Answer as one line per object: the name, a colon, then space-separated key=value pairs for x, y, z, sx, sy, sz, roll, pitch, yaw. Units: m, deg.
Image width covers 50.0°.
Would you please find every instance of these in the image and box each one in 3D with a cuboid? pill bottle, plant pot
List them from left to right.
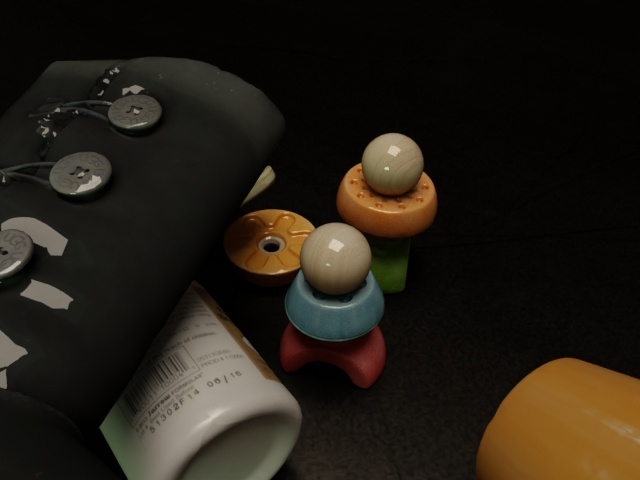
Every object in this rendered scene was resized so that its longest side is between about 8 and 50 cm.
pill bottle: x=-0.129 y=0.101 z=0.561 sx=0.131 sy=0.131 sz=0.229 roll=-26 pitch=50 yaw=-26
plant pot: x=0.215 y=0.179 z=0.457 sx=0.205 sy=0.205 sz=0.188 roll=-23 pitch=32 yaw=-24

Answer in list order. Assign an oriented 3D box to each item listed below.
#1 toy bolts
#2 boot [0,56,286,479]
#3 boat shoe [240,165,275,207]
toy bolts: x=0.000 y=0.000 z=0.651 sx=0.218 sy=0.158 sz=0.228 roll=6 pitch=43 yaw=5
boot: x=-0.111 y=0.049 z=0.439 sx=0.367 sy=0.146 sz=0.445 roll=17 pitch=40 yaw=4
boat shoe: x=-0.197 y=-0.041 z=0.680 sx=0.302 sy=0.098 sz=0.109 roll=-18 pitch=11 yaw=0
